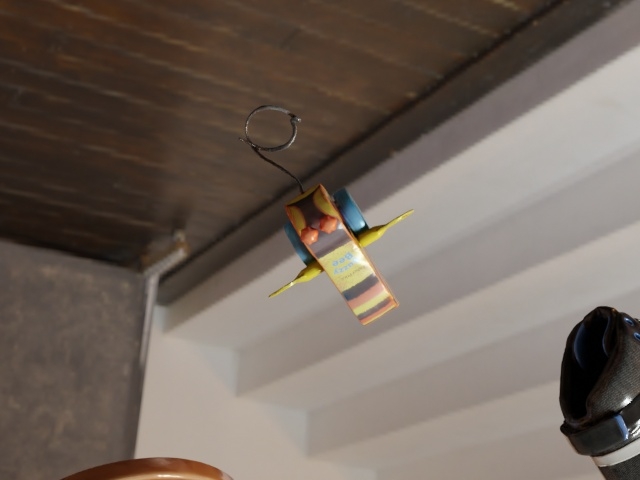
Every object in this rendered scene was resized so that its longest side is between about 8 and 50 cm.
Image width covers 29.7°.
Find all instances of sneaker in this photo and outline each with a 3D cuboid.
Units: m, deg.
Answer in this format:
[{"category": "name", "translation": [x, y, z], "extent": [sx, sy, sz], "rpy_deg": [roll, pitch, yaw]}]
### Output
[{"category": "sneaker", "translation": [0.242, 0.067, 0.828], "extent": [0.121, 0.217, 0.079], "rpy_deg": [47, 151, -16]}]

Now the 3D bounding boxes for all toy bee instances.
[{"category": "toy bee", "translation": [0.000, 0.000, 1.466], "extent": [0.298, 0.195, 0.162], "rpy_deg": [35, -167, -16]}]

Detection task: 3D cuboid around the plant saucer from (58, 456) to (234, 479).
[{"category": "plant saucer", "translation": [-0.061, 0.090, 0.352], "extent": [0.083, 0.013, 0.083], "rpy_deg": [-15, 138, -14]}]
